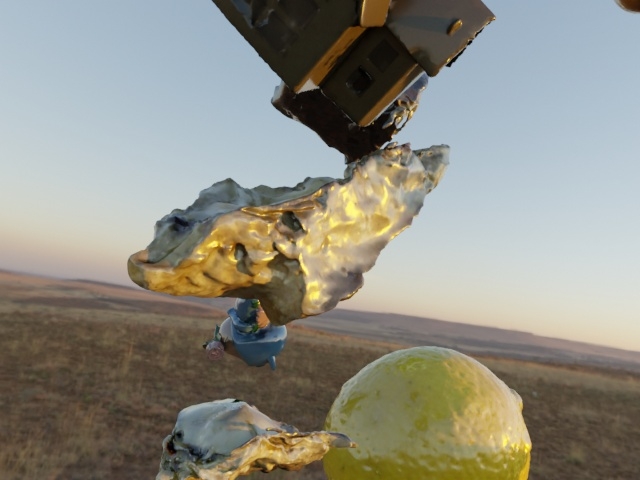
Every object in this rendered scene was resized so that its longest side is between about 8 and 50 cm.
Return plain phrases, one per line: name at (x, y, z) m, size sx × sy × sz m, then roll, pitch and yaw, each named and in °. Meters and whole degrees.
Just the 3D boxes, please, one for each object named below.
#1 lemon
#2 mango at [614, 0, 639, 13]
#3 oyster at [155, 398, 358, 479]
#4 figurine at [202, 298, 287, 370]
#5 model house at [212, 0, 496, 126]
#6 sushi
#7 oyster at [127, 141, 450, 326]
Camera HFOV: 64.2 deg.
lemon at (0.166, 0.335, 0.841) m, size 0.336 × 0.336 × 0.336 m, roll 8°, pitch -8°, yaw 1°
mango at (0.607, -0.487, 0.865) m, size 0.219 × 0.145 × 0.112 m, roll -38°, pitch 2°, yaw 20°
oyster at (-0.053, 0.142, 0.367) m, size 0.108 × 0.053 × 0.165 m, roll 14°, pitch -10°, yaw 42°
figurine at (-0.132, 0.137, 0.861) m, size 0.144 × 0.178 × 0.114 m, roll -13°, pitch 33°, yaw -16°
model house at (0.066, -0.250, 0.449) m, size 0.243 × 0.204 × 0.211 m, roll -42°, pitch 2°, yaw 31°
sushi at (0.080, -0.364, 1.222) m, size 0.294 × 0.281 × 0.299 m, roll 41°, pitch -34°, yaw -5°
oyster at (-0.004, -0.015, 0.450) m, size 0.166 × 0.110 × 0.341 m, roll -2°, pitch 21°, yaw 31°
